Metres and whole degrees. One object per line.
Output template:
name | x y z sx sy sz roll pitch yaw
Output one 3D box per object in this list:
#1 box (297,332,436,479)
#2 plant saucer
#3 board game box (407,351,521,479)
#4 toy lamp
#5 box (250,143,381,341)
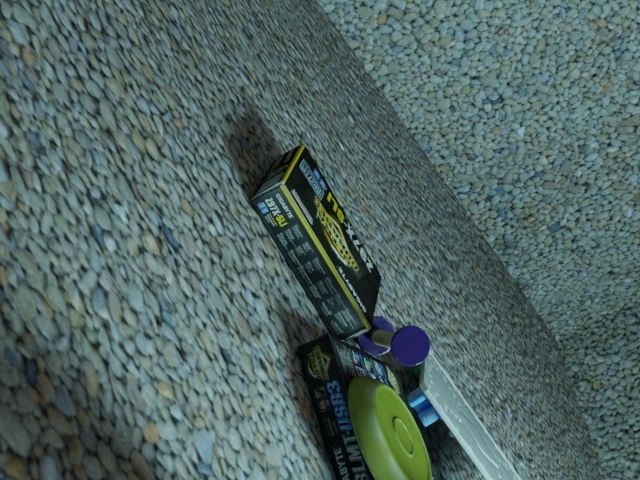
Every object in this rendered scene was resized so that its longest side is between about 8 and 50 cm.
box | 0.091 0.326 1.852 0.293 0.073 0.295 34 33 -60
plant saucer | 0.121 0.323 1.763 0.241 0.037 0.241 53 21 -30
board game box | 0.304 0.418 2.219 0.390 0.050 0.390 54 8 -1
toy lamp | 0.124 0.180 1.996 0.080 0.080 0.274 62 -14 -6
box | 0.000 0.000 2.065 0.322 0.079 0.257 59 15 -14
